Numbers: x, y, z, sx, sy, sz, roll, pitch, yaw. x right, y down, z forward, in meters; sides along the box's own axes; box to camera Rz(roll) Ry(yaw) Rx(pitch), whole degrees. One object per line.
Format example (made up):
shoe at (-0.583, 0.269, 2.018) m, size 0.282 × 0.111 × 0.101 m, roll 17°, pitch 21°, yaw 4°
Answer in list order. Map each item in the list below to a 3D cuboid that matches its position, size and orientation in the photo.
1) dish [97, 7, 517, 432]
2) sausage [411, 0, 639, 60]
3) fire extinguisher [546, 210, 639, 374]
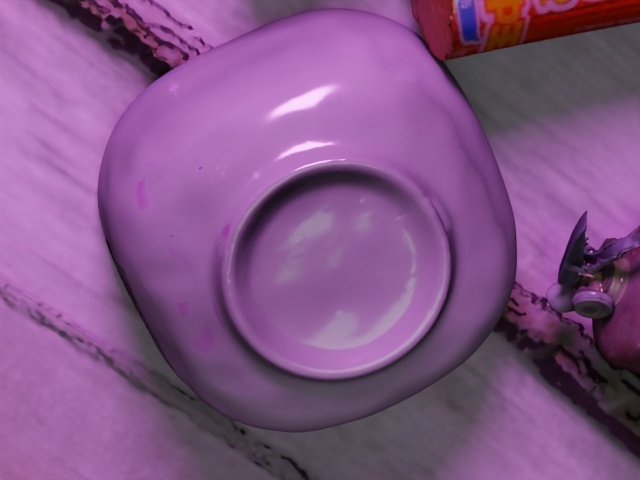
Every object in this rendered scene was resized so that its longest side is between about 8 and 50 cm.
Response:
dish at (0.000, 0.000, 1.057) m, size 0.256 × 0.117 × 0.256 m, roll -3°, pitch 107°, yaw -10°
sausage at (0.189, -0.161, 1.058) m, size 0.274 × 0.074 × 0.074 m, roll -11°, pitch 109°, yaw -13°
fire extinguisher at (0.256, 0.051, 1.127) m, size 0.269 × 0.105 × 0.105 m, roll 21°, pitch 103°, yaw -15°
